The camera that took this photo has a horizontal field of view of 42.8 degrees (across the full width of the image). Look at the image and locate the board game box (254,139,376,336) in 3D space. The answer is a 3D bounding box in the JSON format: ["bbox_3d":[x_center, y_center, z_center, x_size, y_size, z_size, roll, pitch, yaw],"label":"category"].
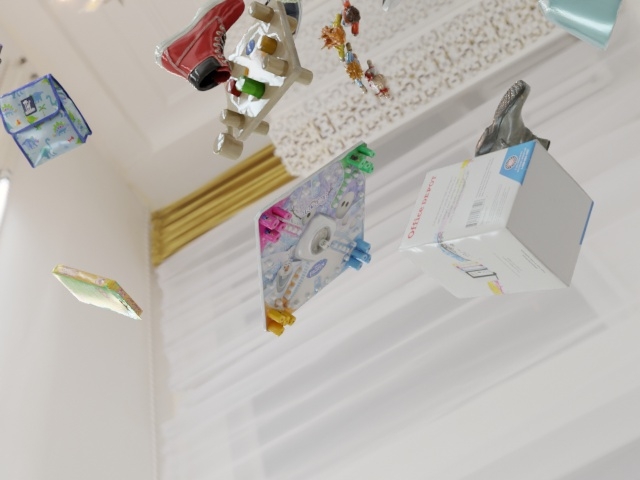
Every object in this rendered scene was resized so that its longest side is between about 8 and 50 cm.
[{"bbox_3d":[0.000,0.000,2.020,0.050,0.390,0.390,30,140,30],"label":"board game box"}]

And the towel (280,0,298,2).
[{"bbox_3d":[-0.071,-0.459,1.402,0.148,0.110,0.027,22,168,35],"label":"towel"}]

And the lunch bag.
[{"bbox_3d":[-0.553,-0.241,1.626,0.096,0.129,0.151,-99,-16,-67],"label":"lunch bag"}]

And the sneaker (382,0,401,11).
[{"bbox_3d":[0.186,-0.729,2.031,0.147,0.296,0.104,30,-152,11],"label":"sneaker"}]

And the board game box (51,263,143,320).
[{"bbox_3d":[-0.543,0.127,2.004,0.259,0.039,0.124,14,148,40],"label":"board game box"}]

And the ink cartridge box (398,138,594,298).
[{"bbox_3d":[0.281,-0.024,1.321,0.168,0.171,0.232,38,151,-27],"label":"ink cartridge box"}]

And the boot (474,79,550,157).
[{"bbox_3d":[0.503,-0.273,2.030,0.161,0.246,0.083,22,-139,-3],"label":"boot"}]

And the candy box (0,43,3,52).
[{"bbox_3d":[-0.662,-0.304,1.431,0.165,0.070,0.196,24,-143,-30],"label":"candy box"}]

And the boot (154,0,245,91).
[{"bbox_3d":[-0.217,-0.427,1.776,0.176,0.244,0.088,35,161,28],"label":"boot"}]

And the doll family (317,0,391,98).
[{"bbox_3d":[0.071,-0.442,1.952,0.163,0.118,0.263,-101,-14,-75],"label":"doll family"}]

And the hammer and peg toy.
[{"bbox_3d":[-0.179,-0.376,1.947,0.127,0.361,0.266,14,-132,-36],"label":"hammer and peg toy"}]

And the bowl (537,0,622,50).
[{"bbox_3d":[0.556,-0.567,1.712,0.311,0.163,0.311,14,-90,-77],"label":"bowl"}]

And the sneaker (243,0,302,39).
[{"bbox_3d":[-0.153,-0.577,2.357,0.126,0.321,0.127,29,-156,13],"label":"sneaker"}]
